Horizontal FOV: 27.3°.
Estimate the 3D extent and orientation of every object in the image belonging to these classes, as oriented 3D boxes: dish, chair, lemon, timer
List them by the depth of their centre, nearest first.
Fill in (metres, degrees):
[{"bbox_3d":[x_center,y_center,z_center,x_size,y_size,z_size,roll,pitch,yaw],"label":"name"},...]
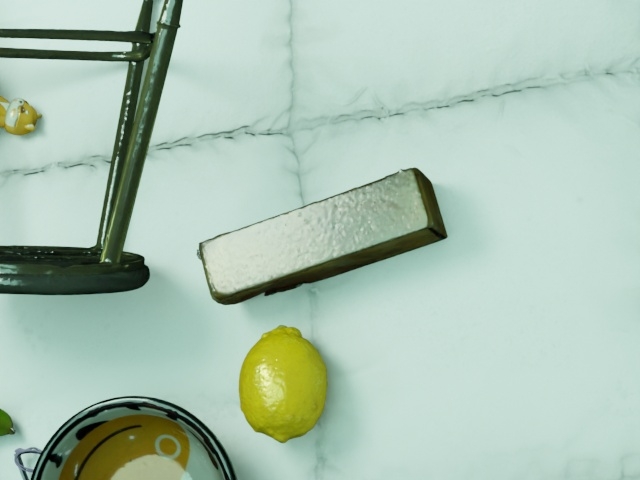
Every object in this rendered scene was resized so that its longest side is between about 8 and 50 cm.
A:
[{"bbox_3d":[-0.047,0.182,1.678,0.114,0.114,0.155,-3,68,17],"label":"lemon"},{"bbox_3d":[-0.370,-0.143,1.687,0.365,0.362,0.410,1,94,-14],"label":"chair"},{"bbox_3d":[-0.223,0.340,1.690,0.303,0.120,0.303,-1,82,9],"label":"dish"},{"bbox_3d":[-0.478,-0.190,1.889,0.152,0.132,0.132,14,84,-4],"label":"timer"}]

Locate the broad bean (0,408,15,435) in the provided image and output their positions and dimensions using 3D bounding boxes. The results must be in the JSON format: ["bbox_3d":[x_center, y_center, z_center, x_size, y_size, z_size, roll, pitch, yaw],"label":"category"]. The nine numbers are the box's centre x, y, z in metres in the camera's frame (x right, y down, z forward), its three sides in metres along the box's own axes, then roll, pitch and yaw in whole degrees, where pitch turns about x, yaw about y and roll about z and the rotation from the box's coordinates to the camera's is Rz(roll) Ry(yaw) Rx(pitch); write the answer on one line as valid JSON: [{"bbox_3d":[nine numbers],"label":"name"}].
[{"bbox_3d":[-0.576,0.272,1.847,0.325,0.067,0.075,-5,58,13],"label":"broad bean"}]

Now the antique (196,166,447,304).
[{"bbox_3d":[0.000,0.000,1.704,0.310,0.093,0.087,-19,75,13],"label":"antique"}]

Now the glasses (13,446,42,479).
[{"bbox_3d":[-0.369,0.355,1.791,0.140,0.062,0.103,22,109,20],"label":"glasses"}]
